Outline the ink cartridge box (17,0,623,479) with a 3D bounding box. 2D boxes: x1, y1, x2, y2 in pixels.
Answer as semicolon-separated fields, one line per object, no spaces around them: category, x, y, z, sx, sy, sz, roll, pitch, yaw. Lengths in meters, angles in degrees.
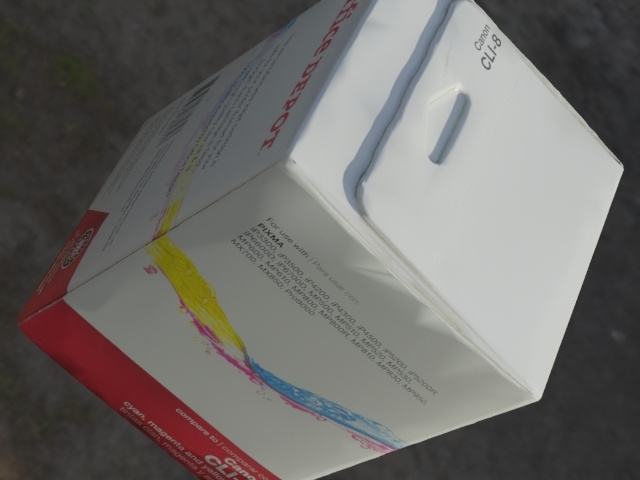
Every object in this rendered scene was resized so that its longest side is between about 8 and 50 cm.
ink cartridge box;0.000;0.000;0.558;0.127;0.176;0.128;43;49;-18
